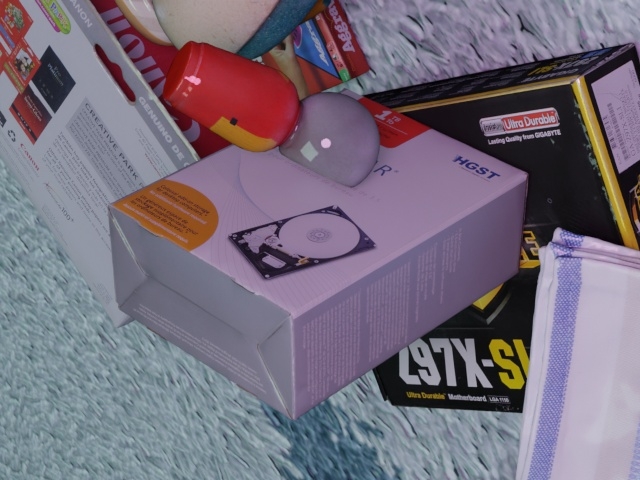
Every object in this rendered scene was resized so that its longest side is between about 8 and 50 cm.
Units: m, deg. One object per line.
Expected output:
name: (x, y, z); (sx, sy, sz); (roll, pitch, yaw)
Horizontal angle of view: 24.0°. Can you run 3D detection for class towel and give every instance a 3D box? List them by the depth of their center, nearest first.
towel: (0.270, 0.118, 0.996); (0.285, 0.034, 0.209); (14, 118, 20)

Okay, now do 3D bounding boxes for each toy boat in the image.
toy boat: (-0.023, -0.176, 1.064); (0.148, 0.318, 0.267); (23, 137, -22)

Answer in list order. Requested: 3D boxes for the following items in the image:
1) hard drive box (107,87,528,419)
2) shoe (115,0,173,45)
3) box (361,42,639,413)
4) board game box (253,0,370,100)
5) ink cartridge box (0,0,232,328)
hard drive box: (0.000, 0.000, 1.041); (0.181, 0.232, 0.089); (28, 132, 35)
shoe: (-0.147, -0.267, 1.248); (0.058, 0.076, 0.219); (6, 117, 55)
box: (0.134, 0.004, 1.145); (0.322, 0.079, 0.257); (-4, 113, 51)
board game box: (-0.067, -0.248, 1.254); (0.145, 0.027, 0.281); (-16, 101, 54)
ink cartridge box: (-0.180, -0.119, 1.391); (0.309, 0.130, 0.272); (55, 142, 6)
